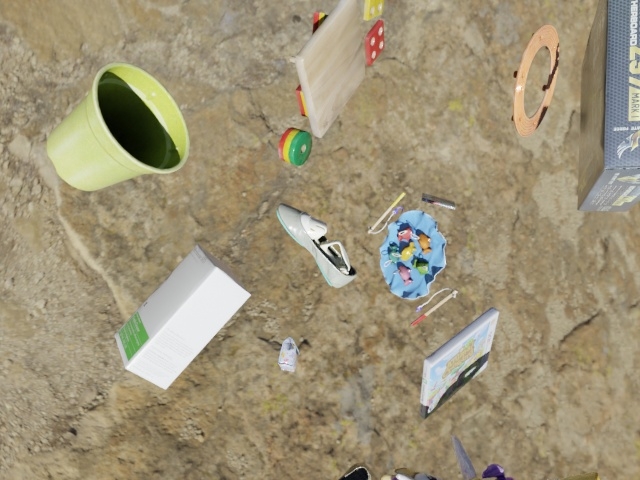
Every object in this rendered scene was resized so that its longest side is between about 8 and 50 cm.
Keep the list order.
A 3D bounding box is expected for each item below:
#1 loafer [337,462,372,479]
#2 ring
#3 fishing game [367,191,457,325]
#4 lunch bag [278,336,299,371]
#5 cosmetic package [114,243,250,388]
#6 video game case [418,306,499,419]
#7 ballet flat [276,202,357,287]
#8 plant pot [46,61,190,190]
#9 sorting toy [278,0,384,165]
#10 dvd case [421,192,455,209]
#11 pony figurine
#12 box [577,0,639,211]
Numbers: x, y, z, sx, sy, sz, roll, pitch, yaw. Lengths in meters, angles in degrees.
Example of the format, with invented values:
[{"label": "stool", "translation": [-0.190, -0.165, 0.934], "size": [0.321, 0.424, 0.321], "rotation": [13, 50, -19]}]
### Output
[{"label": "loafer", "translation": [0.030, 0.415, 0.847], "size": [0.056, 0.050, 0.148], "rotation": [31, 57, 20]}, {"label": "ring", "translation": [0.667, -0.495, 1.653], "size": [0.336, 0.032, 0.337], "rotation": [-26, 126, -42]}, {"label": "fishing game", "translation": [0.181, 0.029, 1.091], "size": [0.041, 0.189, 0.264], "rotation": [7, 52, -36]}, {"label": "lunch bag", "translation": [-0.086, 0.322, 1.502], "size": [0.053, 0.071, 0.083], "rotation": [7, 63, 5]}, {"label": "cosmetic package", "translation": [-0.400, 0.215, 1.535], "size": [0.365, 0.197, 0.155], "rotation": [-50, 126, -5]}, {"label": "video game case", "translation": [0.294, 0.263, 1.126], "size": [0.212, 0.023, 0.193], "rotation": [-29, 135, -27]}, {"label": "ballet flat", "translation": [0.000, 0.000, 1.048], "size": [0.213, 0.068, 0.072], "rotation": [53, 28, -17]}, {"label": "plant pot", "translation": [-0.508, -0.245, 1.284], "size": [0.276, 0.253, 0.276], "rotation": [41, 37, -42]}, {"label": "sorting toy", "translation": [0.008, -0.237, 0.697], "size": [0.274, 0.046, 0.132], "rotation": [-57, 155, -23]}, {"label": "dvd case", "translation": [0.413, -0.138, 1.854], "size": [0.087, 0.119, 0.013], "rotation": [-55, 159, -69]}, {"label": "pony figurine", "translation": [0.324, 0.511, 1.019], "size": [0.351, 0.363, 0.303], "rotation": [62, 32, -50]}, {"label": "box", "translation": [0.304, -0.135, 0.538], "size": [0.232, 0.059, 0.183], "rotation": [17, 77, -68]}]
